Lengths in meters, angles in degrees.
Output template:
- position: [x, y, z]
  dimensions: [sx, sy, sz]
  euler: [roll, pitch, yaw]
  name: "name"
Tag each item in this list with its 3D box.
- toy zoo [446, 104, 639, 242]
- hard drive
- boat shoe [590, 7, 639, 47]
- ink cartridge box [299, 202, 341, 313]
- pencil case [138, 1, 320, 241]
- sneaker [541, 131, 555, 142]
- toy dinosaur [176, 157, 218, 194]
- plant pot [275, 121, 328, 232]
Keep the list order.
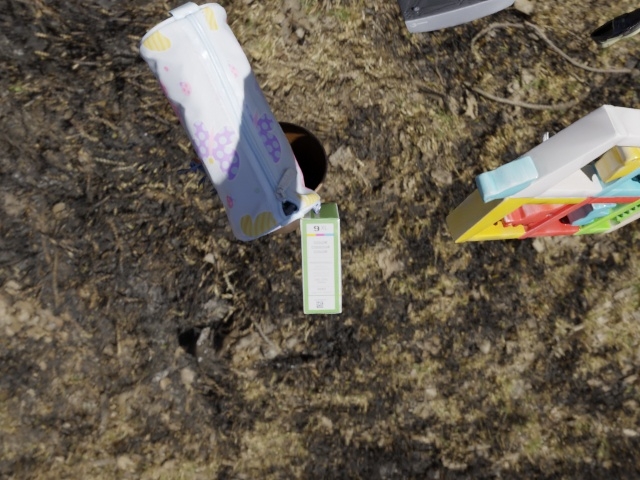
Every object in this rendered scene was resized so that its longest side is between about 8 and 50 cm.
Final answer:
- position: [0.254, -0.053, 0.560]
  dimensions: [0.293, 0.030, 0.192]
  euler: [-3, 157, -30]
  name: "toy zoo"
- position: [0.305, -0.562, 1.371]
  dimensions: [0.255, 0.172, 0.054]
  euler: [-14, 142, 6]
  name: "hard drive"
- position: [0.721, -0.514, 1.436]
  dimensions: [0.049, 0.056, 0.152]
  euler: [15, 160, -22]
  name: "boat shoe"
- position: [0.000, 0.000, 0.945]
  dimensions: [0.062, 0.109, 0.209]
  euler: [-2, 106, 0]
  name: "ink cartridge box"
- position: [-0.105, -0.133, 0.702]
  dimensions: [0.114, 0.124, 0.273]
  euler: [-27, 96, -2]
  name: "pencil case"
- position: [0.621, -0.175, 1.429]
  dimensions: [0.121, 0.079, 0.216]
  euler: [-19, 101, 32]
  name: "sneaker"
- position: [-0.181, -0.110, 0.959]
  dimensions: [0.090, 0.082, 0.047]
  euler: [-26, 143, -4]
  name: "toy dinosaur"
- position: [-0.094, -0.110, 1.341]
  dimensions: [0.215, 0.215, 0.230]
  euler: [4, 154, 1]
  name: "plant pot"
